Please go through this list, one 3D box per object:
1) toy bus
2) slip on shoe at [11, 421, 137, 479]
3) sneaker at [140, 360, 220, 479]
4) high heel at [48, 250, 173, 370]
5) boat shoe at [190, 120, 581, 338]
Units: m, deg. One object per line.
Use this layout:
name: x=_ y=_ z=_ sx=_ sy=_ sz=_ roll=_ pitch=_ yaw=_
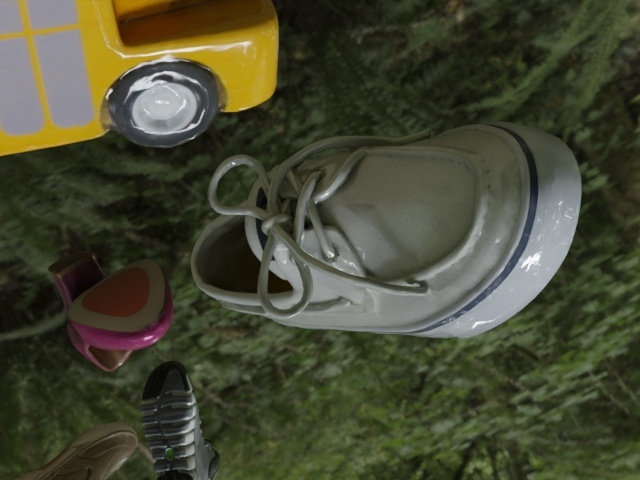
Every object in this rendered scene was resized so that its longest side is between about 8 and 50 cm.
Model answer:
toy bus: x=-0.188 y=-0.098 z=0.378 sx=0.333 sy=0.108 sz=0.130 roll=-12 pitch=141 yaw=-12
slip on shoe: x=-0.168 y=0.167 z=0.636 sx=0.135 sy=0.041 sz=0.051 roll=-20 pitch=135 yaw=-55
sneaker: x=-0.208 y=0.295 z=1.447 sx=0.086 sy=0.228 sz=0.132 roll=-5 pitch=177 yaw=16
high heel: x=-0.239 y=0.119 z=1.194 sx=0.127 sy=0.181 sz=0.377 roll=-30 pitch=-160 yaw=-17
boat shoe: x=0.000 y=-0.008 z=0.643 sx=0.156 sy=0.136 sz=0.367 roll=11 pitch=169 yaw=-28
